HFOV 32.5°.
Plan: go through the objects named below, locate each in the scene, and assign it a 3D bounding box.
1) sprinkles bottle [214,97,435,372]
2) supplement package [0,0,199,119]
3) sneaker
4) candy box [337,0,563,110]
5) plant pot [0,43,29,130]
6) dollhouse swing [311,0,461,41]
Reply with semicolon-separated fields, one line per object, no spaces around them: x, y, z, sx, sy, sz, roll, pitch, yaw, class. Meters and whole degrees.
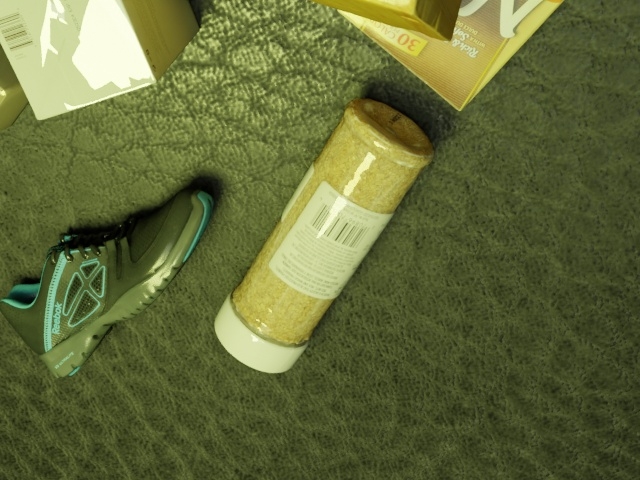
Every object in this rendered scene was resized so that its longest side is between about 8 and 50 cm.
0.000;0.000;1.345;0.121;0.121;0.355;30;116;-8;sprinkles bottle
-0.253;-0.270;1.197;0.149;0.203;0.194;-14;113;15;supplement package
-0.276;0.037;1.400;0.139;0.125;0.341;45;111;-9;sneaker
0.187;-0.318;1.179;0.183;0.087;0.316;38;114;-10;candy box
-0.406;-0.190;1.316;0.109;0.096;0.109;39;115;-11;plant pot
-0.014;-0.393;1.021;0.347;0.315;0.305;19;99;13;dollhouse swing
